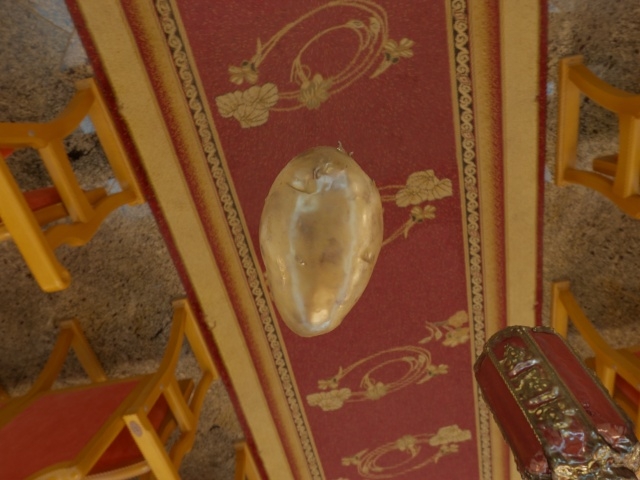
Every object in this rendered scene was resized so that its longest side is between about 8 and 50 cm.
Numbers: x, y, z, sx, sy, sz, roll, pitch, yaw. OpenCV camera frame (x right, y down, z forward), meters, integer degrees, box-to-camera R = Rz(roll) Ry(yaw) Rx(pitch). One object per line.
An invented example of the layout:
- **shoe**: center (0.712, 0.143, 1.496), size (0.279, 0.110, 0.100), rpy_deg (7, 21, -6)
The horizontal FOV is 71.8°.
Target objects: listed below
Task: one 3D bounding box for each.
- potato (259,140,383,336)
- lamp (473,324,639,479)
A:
- **potato**: center (0.005, 0.000, 0.569), size (0.161, 0.128, 0.235), rpy_deg (-12, 94, 5)
- **lamp**: center (0.351, 0.257, 0.677), size (0.177, 0.274, 0.177), rpy_deg (-4, 125, -5)
